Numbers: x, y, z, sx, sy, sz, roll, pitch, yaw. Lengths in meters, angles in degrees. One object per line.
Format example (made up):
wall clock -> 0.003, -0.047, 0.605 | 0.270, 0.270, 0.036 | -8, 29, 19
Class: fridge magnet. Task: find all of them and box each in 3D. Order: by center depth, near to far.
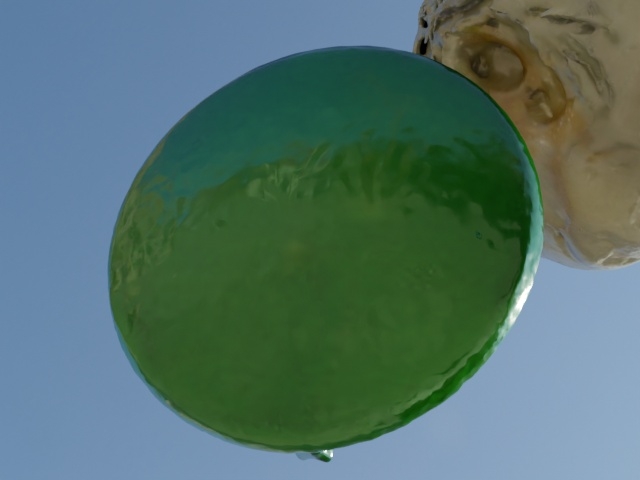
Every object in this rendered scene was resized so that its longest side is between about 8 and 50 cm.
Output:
fridge magnet -> 0.000, 0.000, 0.549 | 0.208, 0.208, 0.088 | -6, -30, 18

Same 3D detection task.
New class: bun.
bun -> 0.144, -0.113, 0.754 | 0.287, 0.146, 0.287 | 32, -52, 52
